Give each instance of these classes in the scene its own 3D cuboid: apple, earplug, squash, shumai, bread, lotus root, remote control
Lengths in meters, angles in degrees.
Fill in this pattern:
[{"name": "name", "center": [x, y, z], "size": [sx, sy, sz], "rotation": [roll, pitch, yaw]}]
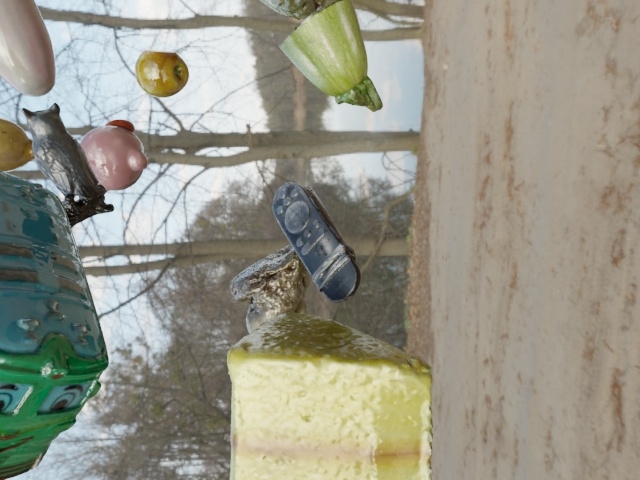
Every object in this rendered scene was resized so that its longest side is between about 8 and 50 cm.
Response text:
[{"name": "apple", "center": [-0.342, -0.363, 1.070], "size": [0.114, 0.102, 0.099], "rotation": [-27, -54, -56]}, {"name": "earplug", "center": [-0.631, -0.437, 0.983], "size": [0.172, 0.172, 0.301], "rotation": [-107, -6, -79]}, {"name": "squash", "center": [0.024, -0.206, 0.597], "size": [0.132, 0.105, 0.105], "rotation": [59, -176, -13]}, {"name": "shumai", "center": [-0.105, -0.648, 1.151], "size": [0.189, 0.218, 0.256], "rotation": [-21, -70, -58]}, {"name": "shumai", "center": [-0.078, 0.123, 1.098], "size": [0.185, 0.218, 0.184], "rotation": [59, -166, -8]}, {"name": "bread", "center": [0.015, 0.221, 0.696], "size": [0.361, 0.244, 0.234], "rotation": [-33, -57, -82]}, {"name": "lotus root", "center": [-0.929, -0.276, 1.412], "size": [0.182, 0.309, 0.183], "rotation": [-173, 90, -67]}, {"name": "remote control", "center": [0.000, 0.000, 0.842], "size": [0.090, 0.066, 0.266], "rotation": [-51, 50, 24]}]

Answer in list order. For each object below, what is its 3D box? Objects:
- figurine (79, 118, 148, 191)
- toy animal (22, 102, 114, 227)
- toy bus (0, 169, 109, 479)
[{"name": "figurine", "center": [-0.533, -0.209, 1.257], "size": [0.173, 0.173, 0.173], "rotation": [178, 90, -87]}, {"name": "toy animal", "center": [-0.439, -0.125, 0.836], "size": [0.117, 0.121, 0.210], "rotation": [15, 127, 43]}, {"name": "toy bus", "center": [-0.383, 0.075, 0.574], "size": [0.183, 0.199, 0.344], "rotation": [26, -154, -56]}]
